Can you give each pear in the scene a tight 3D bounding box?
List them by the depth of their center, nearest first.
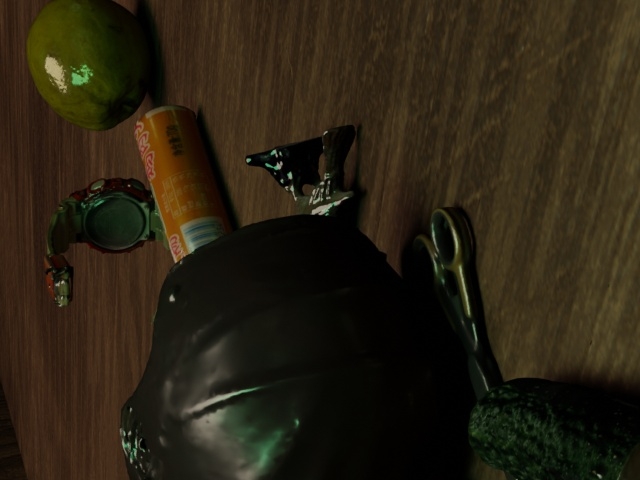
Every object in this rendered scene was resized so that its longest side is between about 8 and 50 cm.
[{"bbox_3d":[-0.267,-0.209,2.070,0.162,0.149,0.149,60,155,26],"label":"pear"}]

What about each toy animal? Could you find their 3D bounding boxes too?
[{"bbox_3d":[-0.006,-0.008,1.470,0.105,0.070,0.202,22,118,48],"label":"toy animal"}]

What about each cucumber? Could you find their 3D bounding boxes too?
[{"bbox_3d":[0.147,0.120,1.038,0.241,0.074,0.074,-164,66,-72],"label":"cucumber"}]

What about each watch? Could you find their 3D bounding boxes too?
[{"bbox_3d":[-0.234,0.032,2.012,0.268,0.165,0.102,-86,-1,-56],"label":"watch"}]

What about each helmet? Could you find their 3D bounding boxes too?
[{"bbox_3d":[-0.010,0.141,1.304,0.177,0.225,0.305,43,133,48],"label":"helmet"}]

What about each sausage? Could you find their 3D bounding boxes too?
[{"bbox_3d":[-0.135,-0.033,1.855,0.071,0.071,0.234,105,151,-53],"label":"sausage"}]

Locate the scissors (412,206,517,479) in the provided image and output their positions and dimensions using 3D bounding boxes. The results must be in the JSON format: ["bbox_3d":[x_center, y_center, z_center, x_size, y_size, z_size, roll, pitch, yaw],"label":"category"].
[{"bbox_3d":[0.110,0.085,1.228,0.088,0.017,0.220,121,136,-60],"label":"scissors"}]
